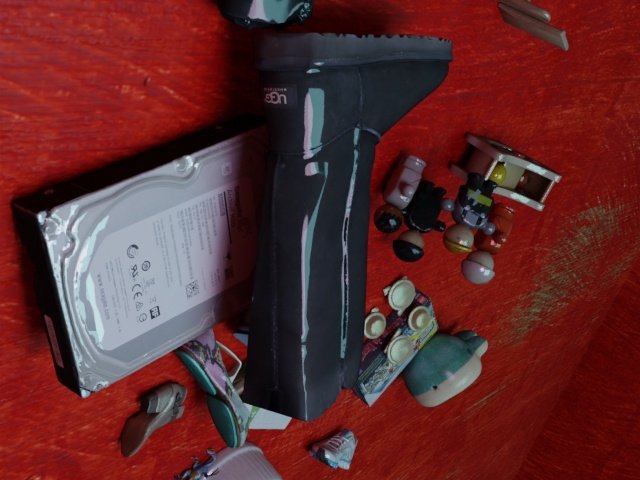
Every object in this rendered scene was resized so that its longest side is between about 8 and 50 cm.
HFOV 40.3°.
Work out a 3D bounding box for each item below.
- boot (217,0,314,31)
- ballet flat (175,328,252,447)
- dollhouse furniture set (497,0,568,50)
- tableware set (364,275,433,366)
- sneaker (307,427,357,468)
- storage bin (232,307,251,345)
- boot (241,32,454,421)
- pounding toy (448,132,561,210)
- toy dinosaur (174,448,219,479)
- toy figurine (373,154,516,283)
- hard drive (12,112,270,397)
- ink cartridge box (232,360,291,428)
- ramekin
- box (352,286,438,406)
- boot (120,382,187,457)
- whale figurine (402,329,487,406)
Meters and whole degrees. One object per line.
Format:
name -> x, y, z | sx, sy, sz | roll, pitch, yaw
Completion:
boot -> -0.063, -0.318, 0.885 | 0.246, 0.094, 0.207 | -18, 131, -56
ballet flat -> -0.144, 0.217, 1.312 | 0.079, 0.077, 0.221 | -41, 125, -29
dollhouse furniture set -> 0.370, -0.418, 1.382 | 0.151, 0.123, 0.144 | -55, 151, 1
tableware set -> 0.156, 0.162, 1.732 | 0.141, 0.020, 0.168 | -48, 123, -12
sneaker -> 0.033, 0.441, 1.874 | 0.083, 0.071, 0.191 | -60, 160, -3
storage bin -> -0.074, 0.127, 1.363 | 0.135, 0.098, 0.091 | 53, 47, -59
boot -> 0.042, -0.034, 1.115 | 0.367, 0.146, 0.445 | -16, 109, -50
pounding toy -> 0.345, -0.097, 1.656 | 0.269, 0.154, 0.155 | 2, 120, -56
toy dinosaur -> -0.215, 0.395, 1.503 | 0.090, 0.047, 0.082 | -34, 179, 41
toy figurine -> 0.203, -0.031, 1.458 | 0.148, 0.213, 0.209 | -66, 153, -7
hard drive -> -0.175, 0.008, 1.037 | 0.339, 0.064, 0.237 | -28, 125, -39
ink cartridge box -> -0.104, 0.257, 1.471 | 0.109, 0.062, 0.209 | -57, 150, 7
ramekin -> -0.157, 0.480, 1.584 | 0.207, 0.109, 0.207 | -35, 146, -29
box -> 0.150, 0.225, 1.826 | 0.233, 0.044, 0.159 | -46, 150, -13
boot -> -0.243, 0.266, 1.301 | 0.087, 0.042, 0.118 | 1, 120, -58
whale figurine -> 0.278, 0.262, 1.988 | 0.216, 0.141, 0.272 | -37, -178, 27
